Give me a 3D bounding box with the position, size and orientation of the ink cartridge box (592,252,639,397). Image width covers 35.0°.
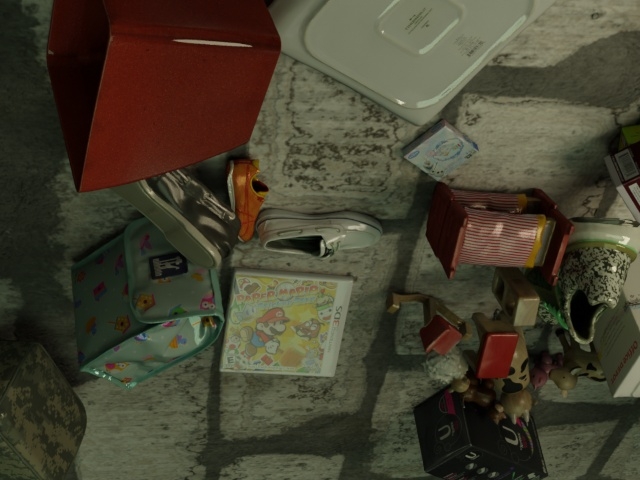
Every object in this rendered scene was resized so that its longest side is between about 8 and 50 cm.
[{"bbox_3d":[0.623,0.157,1.924,0.168,0.233,0.171,0,139,-10],"label":"ink cartridge box"}]

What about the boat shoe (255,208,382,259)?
[{"bbox_3d":[0.000,0.000,1.752,0.226,0.076,0.083,2,139,-12],"label":"boat shoe"}]

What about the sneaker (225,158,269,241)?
[{"bbox_3d":[-0.117,-0.060,1.669,0.067,0.064,0.175,-2,139,-2],"label":"sneaker"}]

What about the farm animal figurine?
[{"bbox_3d":[0.412,0.269,2.063,0.330,0.172,0.327,-26,136,19],"label":"farm animal figurine"}]

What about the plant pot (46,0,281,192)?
[{"bbox_3d":[-0.201,-0.245,1.309,0.235,0.267,0.267,-2,141,-25],"label":"plant pot"}]

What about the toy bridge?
[{"bbox_3d":[0.212,0.138,1.957,0.188,0.063,0.026,22,131,-19],"label":"toy bridge"}]

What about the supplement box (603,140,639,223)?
[{"bbox_3d":[0.598,-0.129,1.642,0.239,0.073,0.130,-26,138,20],"label":"supplement box"}]

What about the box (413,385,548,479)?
[{"bbox_3d":[0.358,0.452,2.272,0.270,0.165,0.143,26,129,-34],"label":"box"}]

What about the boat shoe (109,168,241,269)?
[{"bbox_3d":[-0.253,-0.096,1.575,0.112,0.095,0.335,-12,126,50],"label":"boat shoe"}]

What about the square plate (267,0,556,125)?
[{"bbox_3d":[0.137,-0.322,1.418,0.344,0.049,0.347,24,129,-33],"label":"square plate"}]

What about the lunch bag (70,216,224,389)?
[{"bbox_3d":[-0.280,0.091,1.693,0.262,0.223,0.160,-31,141,23],"label":"lunch bag"}]

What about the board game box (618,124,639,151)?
[{"bbox_3d":[0.594,-0.158,1.700,0.181,0.043,0.092,-10,139,1],"label":"board game box"}]

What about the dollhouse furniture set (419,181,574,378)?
[{"bbox_3d":[0.281,0.094,1.770,0.201,0.152,0.374,2,119,-13],"label":"dollhouse furniture set"}]

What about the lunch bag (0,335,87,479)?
[{"bbox_3d":[-0.624,0.325,1.918,0.256,0.212,0.305,-1,139,17],"label":"lunch bag"}]

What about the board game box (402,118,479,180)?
[{"bbox_3d":[0.196,-0.147,1.659,0.090,0.020,0.090,-36,133,28],"label":"board game box"}]

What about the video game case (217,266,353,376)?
[{"bbox_3d":[-0.066,0.156,1.891,0.227,0.026,0.206,5,110,-15],"label":"video game case"}]

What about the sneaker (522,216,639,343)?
[{"bbox_3d":[0.448,0.103,1.816,0.158,0.182,0.410,11,158,4],"label":"sneaker"}]
